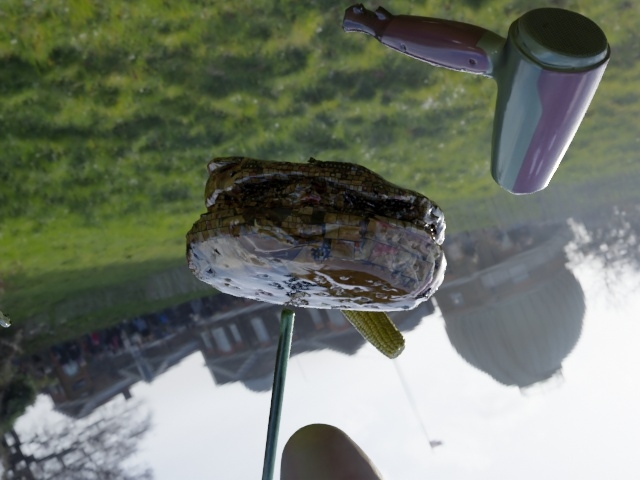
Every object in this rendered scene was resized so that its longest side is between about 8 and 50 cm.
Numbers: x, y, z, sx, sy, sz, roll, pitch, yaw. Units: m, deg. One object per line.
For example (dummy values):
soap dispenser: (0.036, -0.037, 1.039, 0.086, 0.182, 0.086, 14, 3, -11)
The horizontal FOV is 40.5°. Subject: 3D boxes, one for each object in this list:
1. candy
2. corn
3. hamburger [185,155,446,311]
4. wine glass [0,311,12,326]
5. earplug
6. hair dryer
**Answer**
candy: (-0.069, 0.303, 1.206, 0.119, 0.439, 0.119, 8, -164, -2)
corn: (0.090, 0.145, 1.672, 0.067, 0.206, 0.067, -29, 147, -21)
hamburger: (0.000, 0.000, 0.741, 0.231, 0.106, 0.231, 13, 163, 4)
wine glass: (-0.611, 0.164, 1.478, 0.155, 0.072, 0.072, -37, -172, -4)
earplug: (0.040, 0.350, 0.976, 0.172, 0.301, 0.172, -20, 173, -2)
hair dryer: (0.081, -0.102, 0.504, 0.054, 0.154, 0.106, -44, 158, -34)
